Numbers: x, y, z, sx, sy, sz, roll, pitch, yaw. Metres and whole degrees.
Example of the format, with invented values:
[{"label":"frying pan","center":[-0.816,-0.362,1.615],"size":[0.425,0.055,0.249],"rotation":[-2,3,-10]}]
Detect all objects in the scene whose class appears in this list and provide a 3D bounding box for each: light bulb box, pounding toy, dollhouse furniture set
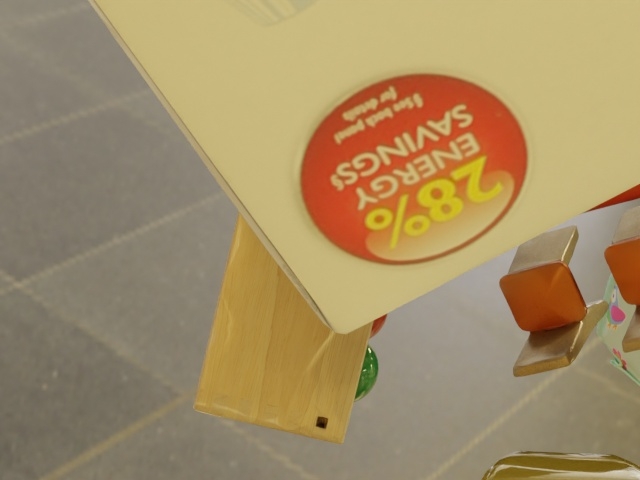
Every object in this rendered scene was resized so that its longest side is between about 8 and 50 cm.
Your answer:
[{"label":"light bulb box","center":[0.080,-0.220,0.568],"size":[0.357,0.225,0.361],"rotation":[-28,36,11]},{"label":"pounding toy","center":[0.001,-0.006,0.870],"size":[0.094,0.206,0.181],"rotation":[13,3,-1]},{"label":"dollhouse furniture set","center":[0.164,-0.060,0.883],"size":[0.259,0.262,0.135],"rotation":[-17,16,32]}]

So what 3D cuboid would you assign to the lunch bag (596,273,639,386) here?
[{"label":"lunch bag","center":[0.345,0.045,1.153],"size":[0.160,0.262,0.223],"rotation":[8,31,-40]}]

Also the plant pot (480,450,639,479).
[{"label":"plant pot","center":[0.101,0.129,0.622],"size":[0.081,0.081,0.083],"rotation":[2,29,7]}]
